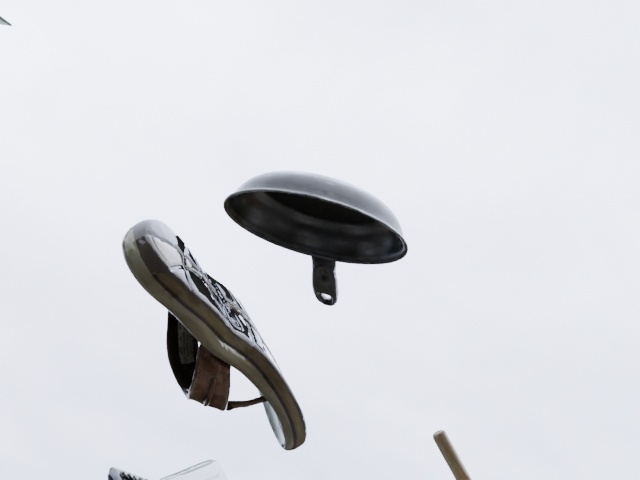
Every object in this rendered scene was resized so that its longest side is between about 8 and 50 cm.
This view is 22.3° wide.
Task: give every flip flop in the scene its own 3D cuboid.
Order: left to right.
[{"bbox_3d":[-0.096,0.088,1.342,0.277,0.080,0.112,51,4,-46],"label":"flip flop"}]

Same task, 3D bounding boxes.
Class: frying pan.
[{"bbox_3d":[0.025,0.001,1.735,0.197,0.053,0.326,5,-19,29],"label":"frying pan"}]

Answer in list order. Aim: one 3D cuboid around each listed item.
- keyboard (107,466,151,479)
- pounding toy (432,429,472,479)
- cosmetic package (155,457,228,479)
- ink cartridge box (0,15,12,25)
[{"bbox_3d":[-0.142,0.417,1.988,0.317,0.033,0.201,54,4,32],"label":"keyboard"},{"bbox_3d":[0.138,0.230,1.195,0.141,0.100,0.130,11,-54,5],"label":"pounding toy"},{"bbox_3d":[-0.117,0.414,1.420,0.217,0.156,0.385,-30,-97,26],"label":"cosmetic package"},{"bbox_3d":[-0.443,-0.222,1.699,0.209,0.062,0.109,7,-7,10],"label":"ink cartridge box"}]
